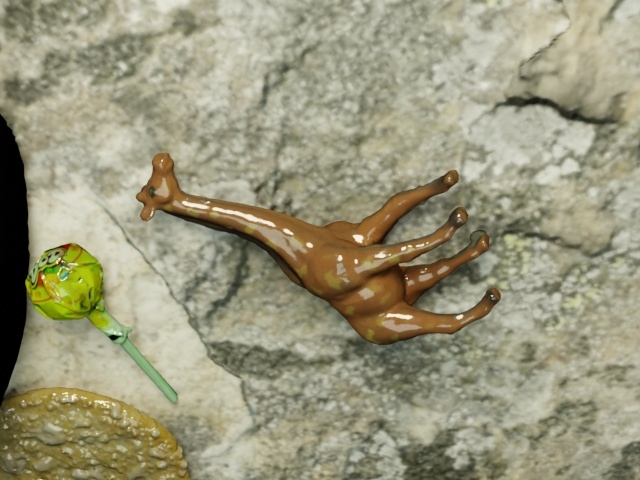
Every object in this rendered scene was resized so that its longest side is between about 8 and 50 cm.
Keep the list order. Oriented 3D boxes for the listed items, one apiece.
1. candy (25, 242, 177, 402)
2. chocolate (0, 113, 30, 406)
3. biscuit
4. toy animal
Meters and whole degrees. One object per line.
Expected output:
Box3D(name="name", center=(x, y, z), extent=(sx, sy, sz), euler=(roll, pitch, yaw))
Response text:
Box3D(name="candy", center=(-0.174, 0.078, 0.840), extent=(0.062, 0.058, 0.194), euler=(-41, 127, -9))
Box3D(name="chocolate", center=(-0.356, 0.017, 0.711), extent=(0.210, 0.225, 0.340), euler=(14, 123, 9))
Box3D(name="biscuit", center=(-0.228, 0.219, 0.940), extent=(0.220, 0.033, 0.220), euler=(3, 124, 4))
Box3D(name="toy animal", center=(0.000, 0.000, 0.763), extent=(0.230, 0.066, 0.224), euler=(-18, 121, 20))
